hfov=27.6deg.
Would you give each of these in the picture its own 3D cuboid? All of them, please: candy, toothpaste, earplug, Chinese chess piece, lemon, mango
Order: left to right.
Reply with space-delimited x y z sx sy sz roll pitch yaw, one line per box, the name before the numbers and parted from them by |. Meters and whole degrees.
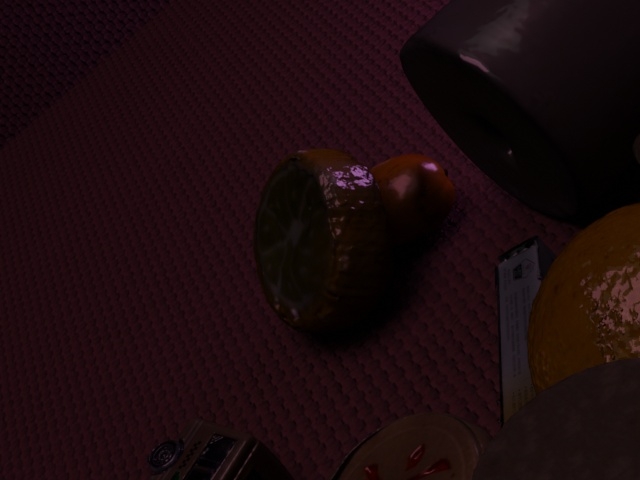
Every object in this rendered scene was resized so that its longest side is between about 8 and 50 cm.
candy | 0.000 0.000 1.790 0.260 0.118 0.259 -4 85 60
mango | 0.092 -0.052 1.851 0.219 0.112 0.144 -15 32 41
Chinese chess piece | 0.101 0.302 1.385 0.250 0.103 0.249 -31 31 22
toothpaste | 0.246 0.130 1.455 0.071 0.089 0.312 -33 30 29
earplug | 0.346 -0.261 1.642 0.394 0.312 0.313 -43 29 -8
lemon | 0.329 0.099 1.213 0.293 0.293 0.293 -30 31 20

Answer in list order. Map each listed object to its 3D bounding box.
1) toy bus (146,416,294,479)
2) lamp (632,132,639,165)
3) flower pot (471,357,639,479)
toy bus | -0.163 0.368 1.578 0.157 0.139 0.289 3 48 45
lamp | 0.491 -0.045 1.404 0.203 0.124 0.283 -20 27 -3
flower pot | 0.277 0.268 0.991 0.294 0.330 0.293 -31 29 20
